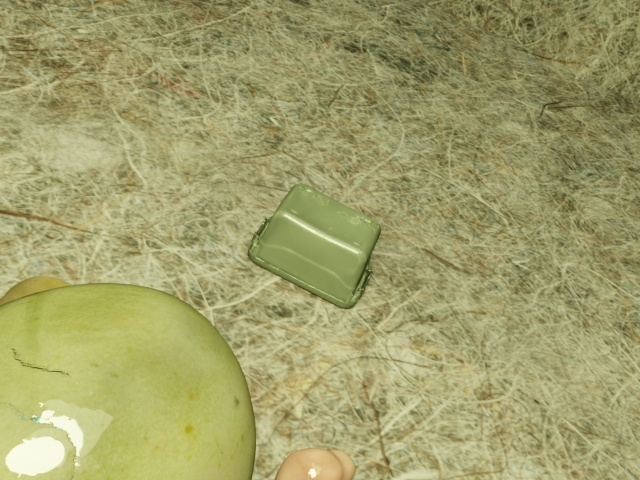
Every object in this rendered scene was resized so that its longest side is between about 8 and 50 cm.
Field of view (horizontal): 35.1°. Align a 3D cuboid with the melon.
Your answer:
[{"bbox_3d":[-0.195,0.175,0.757,0.268,0.268,0.330,33,33,10],"label":"melon"}]

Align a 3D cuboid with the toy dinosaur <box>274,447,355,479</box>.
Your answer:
[{"bbox_3d":[-0.056,0.281,0.910,0.194,0.177,0.152,-6,45,-36],"label":"toy dinosaur"}]

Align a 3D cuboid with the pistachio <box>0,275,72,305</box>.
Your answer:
[{"bbox_3d":[-0.248,0.135,1.013,0.223,0.152,0.126,54,36,8],"label":"pistachio"}]

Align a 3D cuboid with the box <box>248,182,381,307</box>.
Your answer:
[{"bbox_3d":[0.000,0.000,1.396,0.172,0.093,0.124,27,34,1],"label":"box"}]
